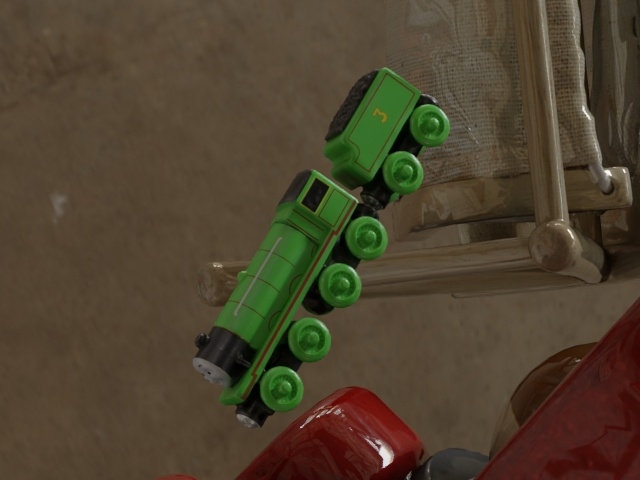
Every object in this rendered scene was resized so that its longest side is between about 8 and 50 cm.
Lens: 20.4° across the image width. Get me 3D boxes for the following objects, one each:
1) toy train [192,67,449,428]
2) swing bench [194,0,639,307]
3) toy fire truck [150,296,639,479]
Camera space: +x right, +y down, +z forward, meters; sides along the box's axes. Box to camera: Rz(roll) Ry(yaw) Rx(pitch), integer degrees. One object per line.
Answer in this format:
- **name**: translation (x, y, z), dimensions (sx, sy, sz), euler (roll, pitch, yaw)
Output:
- **toy train**: translation (0.000, 0.000, 0.370), dimensions (0.023, 0.017, 0.083), euler (35, 69, -13)
- **swing bench**: translation (0.072, -0.104, 0.785), dimensions (0.165, 0.254, 0.253), euler (-7, 86, 30)
- **toy fire truck**: translation (0.060, 0.087, 0.484), dimensions (0.169, 0.302, 0.254), euler (45, 112, 12)
